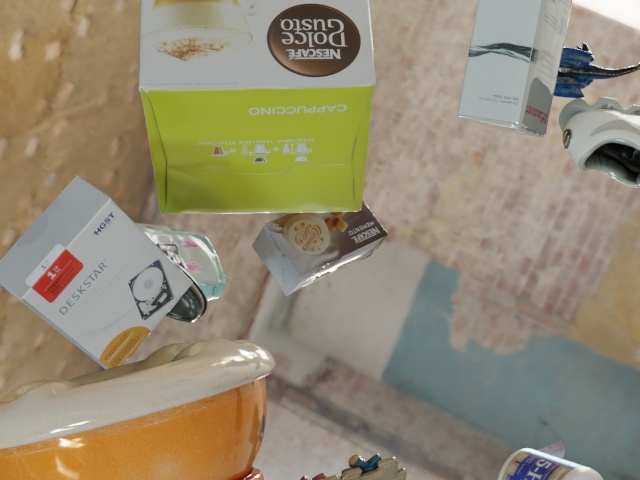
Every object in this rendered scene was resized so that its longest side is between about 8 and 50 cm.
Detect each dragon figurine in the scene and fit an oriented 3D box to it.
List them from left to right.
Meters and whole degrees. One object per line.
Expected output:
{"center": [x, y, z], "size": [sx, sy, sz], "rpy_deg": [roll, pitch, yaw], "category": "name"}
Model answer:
{"center": [0.419, -0.294, 1.966], "size": [0.144, 0.289, 0.085], "rpy_deg": [-46, -35, -68], "category": "dragon figurine"}

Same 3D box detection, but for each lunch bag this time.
{"center": [-0.336, 0.051, 2.254], "size": [0.223, 0.262, 0.160], "rpy_deg": [5, -80, -36], "category": "lunch bag"}

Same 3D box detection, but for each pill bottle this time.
{"center": [0.370, 0.391, 1.742], "size": [0.112, 0.186, 0.112], "rpy_deg": [-5, -82, -36], "category": "pill bottle"}

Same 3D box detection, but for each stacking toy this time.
{"center": [-0.174, 0.367, 1.273], "size": [0.350, 0.350, 0.480], "rpy_deg": [-10, -94, -76], "category": "stacking toy"}

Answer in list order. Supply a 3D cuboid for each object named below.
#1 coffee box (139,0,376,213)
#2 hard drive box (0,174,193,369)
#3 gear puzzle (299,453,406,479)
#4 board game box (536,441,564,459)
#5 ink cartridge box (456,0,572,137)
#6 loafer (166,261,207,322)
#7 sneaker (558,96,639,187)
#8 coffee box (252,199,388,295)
{"center": [-0.099, -0.265, 1.806], "size": [0.338, 0.337, 0.334], "rpy_deg": [94, 174, -59], "category": "coffee box"}
{"center": [-0.314, 0.052, 1.599], "size": [0.181, 0.089, 0.232], "rpy_deg": [-51, -39, -10], "category": "hard drive box"}
{"center": [0.020, 0.413, 1.521], "size": [0.175, 0.044, 0.339], "rpy_deg": [-14, -51, -20], "category": "gear puzzle"}
{"center": [0.381, 0.393, 2.009], "size": [0.090, 0.020, 0.090], "rpy_deg": [-19, -35, -7], "category": "board game box"}
{"center": [0.251, -0.244, 1.462], "size": [0.153, 0.086, 0.209], "rpy_deg": [3, -82, -66], "category": "ink cartridge box"}
{"center": [-0.314, 0.057, 1.919], "size": [0.096, 0.267, 0.084], "rpy_deg": [-54, -2, 20], "category": "loafer"}
{"center": [0.552, -0.137, 1.831], "size": [0.122, 0.330, 0.146], "rpy_deg": [92, -179, -46], "category": "sneaker"}
{"center": [0.000, 0.000, 2.434], "size": [0.246, 0.141, 0.098], "rpy_deg": [-23, -19, -34], "category": "coffee box"}
